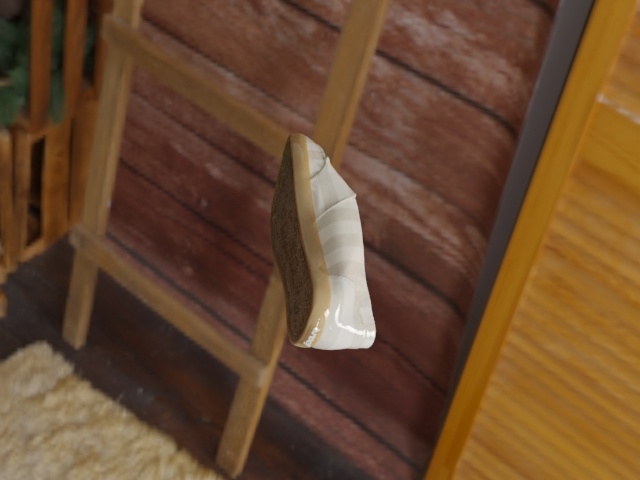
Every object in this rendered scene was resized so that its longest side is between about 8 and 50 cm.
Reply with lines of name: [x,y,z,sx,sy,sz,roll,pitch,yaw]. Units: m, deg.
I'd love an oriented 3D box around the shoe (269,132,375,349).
shoe: [0.000,0.000,0.895,0.058,0.076,0.219,9,44,-17]
